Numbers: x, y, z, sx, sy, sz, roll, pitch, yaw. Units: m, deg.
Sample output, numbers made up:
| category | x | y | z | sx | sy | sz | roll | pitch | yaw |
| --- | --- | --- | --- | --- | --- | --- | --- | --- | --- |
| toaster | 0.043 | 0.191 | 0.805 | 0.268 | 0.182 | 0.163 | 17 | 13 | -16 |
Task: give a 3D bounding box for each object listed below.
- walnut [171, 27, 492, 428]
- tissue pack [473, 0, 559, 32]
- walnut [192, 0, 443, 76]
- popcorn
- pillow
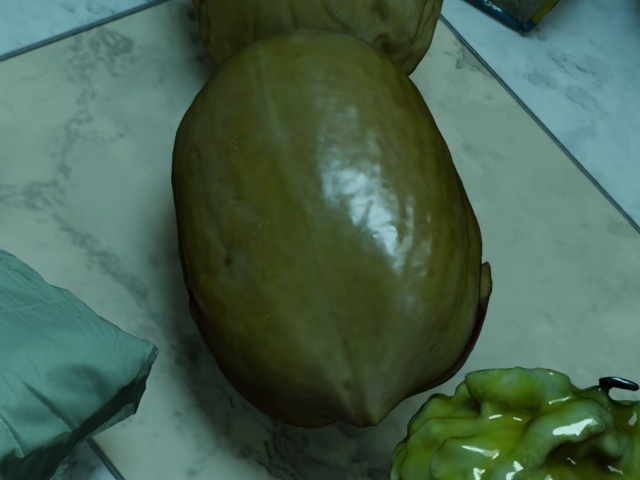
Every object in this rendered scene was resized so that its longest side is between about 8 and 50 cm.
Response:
| category | x | y | z | sx | sy | sz | roll | pitch | yaw |
| --- | --- | --- | --- | --- | --- | --- | --- | --- | --- |
| walnut | 0.000 | 0.000 | 1.237 | 0.203 | 0.203 | 0.298 | 11 | 45 | -19 |
| tissue pack | 0.164 | -0.321 | 1.629 | 0.192 | 0.134 | 0.271 | 32 | 46 | -1 |
| walnut | -0.003 | -0.198 | 1.386 | 0.195 | 0.221 | 0.195 | -2 | 58 | 4 |
| popcorn | 0.144 | 0.163 | 1.174 | 0.218 | 0.189 | 0.169 | 24 | 84 | 15 |
| pillow | -0.285 | 0.081 | 1.073 | 0.283 | 0.138 | 0.310 | 32 | 43 | 13 |
